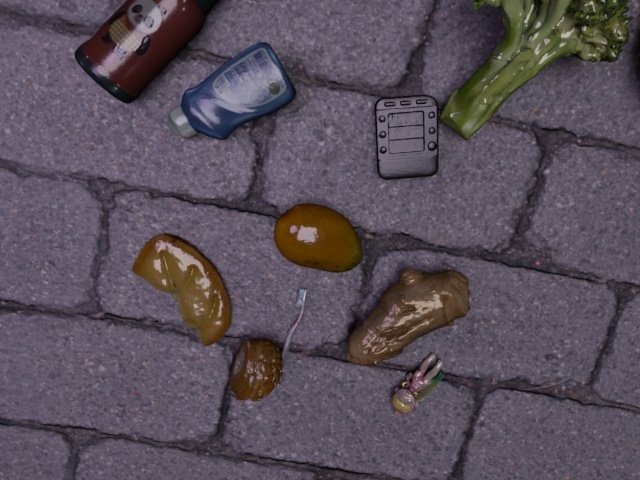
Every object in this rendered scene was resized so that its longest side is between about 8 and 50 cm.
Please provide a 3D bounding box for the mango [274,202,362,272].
[{"bbox_3d":[0.000,-0.006,1.103,0.221,0.120,0.151,13,104,-12],"label":"mango"}]

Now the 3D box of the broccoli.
[{"bbox_3d":[0.451,-0.404,0.983,0.353,0.274,0.396,4,128,3],"label":"broccoli"}]

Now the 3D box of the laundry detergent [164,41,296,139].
[{"bbox_3d":[-0.207,-0.313,1.048,0.290,0.094,0.143,-27,108,7],"label":"laundry detergent"}]

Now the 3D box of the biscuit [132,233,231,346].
[{"bbox_3d":[-0.320,0.114,1.152,0.154,0.045,0.299,-39,101,4],"label":"biscuit"}]

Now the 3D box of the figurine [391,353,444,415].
[{"bbox_3d":[0.251,0.383,1.227,0.083,0.083,0.187,38,85,-9],"label":"figurine"}]

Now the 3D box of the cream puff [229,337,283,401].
[{"bbox_3d":[-0.153,0.317,1.155,0.115,0.150,0.165,20,139,-23],"label":"cream puff"}]

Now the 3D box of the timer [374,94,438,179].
[{"bbox_3d":[0.201,-0.241,1.096,0.144,0.055,0.187,-4,106,0],"label":"timer"}]

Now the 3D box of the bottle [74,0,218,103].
[{"bbox_3d":[-0.346,-0.455,0.985,0.336,0.144,0.144,-44,100,4],"label":"bottle"}]

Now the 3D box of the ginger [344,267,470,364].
[{"bbox_3d":[0.207,0.187,1.147,0.354,0.126,0.190,-40,106,4],"label":"ginger"}]

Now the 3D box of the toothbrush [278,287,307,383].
[{"bbox_3d":[-0.075,0.247,1.201,0.027,0.021,0.269,17,100,7],"label":"toothbrush"}]
